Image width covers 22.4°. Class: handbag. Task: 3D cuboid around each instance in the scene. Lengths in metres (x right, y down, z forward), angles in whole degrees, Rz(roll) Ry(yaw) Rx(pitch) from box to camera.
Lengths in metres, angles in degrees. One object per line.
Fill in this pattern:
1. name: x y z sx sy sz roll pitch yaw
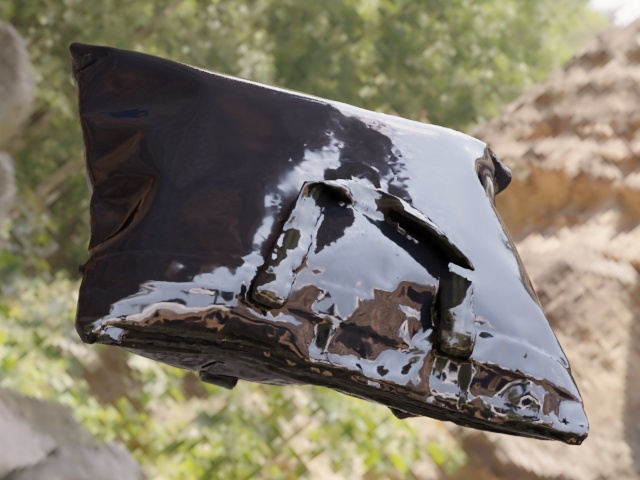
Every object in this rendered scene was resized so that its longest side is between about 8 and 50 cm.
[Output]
1. handbag: 0.000 0.000 0.776 0.254 0.088 0.211 15 37 -20
